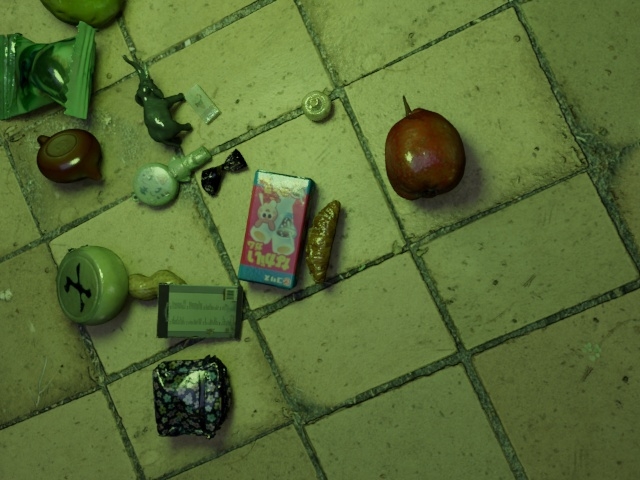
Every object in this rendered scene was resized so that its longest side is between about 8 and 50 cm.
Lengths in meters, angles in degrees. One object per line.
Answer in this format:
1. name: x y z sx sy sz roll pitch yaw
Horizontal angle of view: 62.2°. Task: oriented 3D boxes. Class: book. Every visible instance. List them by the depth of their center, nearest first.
1. book: -0.337 0.198 1.487 0.231 0.026 0.157 3 99 -11

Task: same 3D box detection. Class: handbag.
1. handbag: -0.355 0.432 1.481 0.208 0.127 0.228 -3 90 3

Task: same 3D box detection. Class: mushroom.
1. mushroom: -0.011 -0.368 1.448 0.084 0.067 0.083 0 92 16

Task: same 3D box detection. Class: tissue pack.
1. tissue pack: -0.339 -0.391 1.523 0.056 0.023 0.108 -42 84 8

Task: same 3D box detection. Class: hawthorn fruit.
1. hawthorn fruit: 0.255 -0.238 1.340 0.211 0.210 0.262 -12 81 9

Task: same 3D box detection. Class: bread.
1. bread: 0.000 0.000 1.431 0.076 0.105 0.232 14 86 3

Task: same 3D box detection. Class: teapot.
1. teapot: -0.734 -0.238 1.546 0.252 0.135 0.178 26 60 26

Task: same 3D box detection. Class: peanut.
1. peanut: -0.475 0.128 1.521 0.193 0.089 0.089 -4 90 9

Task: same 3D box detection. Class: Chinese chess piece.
1. Chinese chess piece: -0.655 0.127 1.513 0.238 0.092 0.237 1 91 31

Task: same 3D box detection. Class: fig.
1. fig: -0.688 -0.714 1.515 0.233 0.314 0.232 -2 93 -31

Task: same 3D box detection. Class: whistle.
1. whistle: -0.430 -0.186 1.521 0.258 0.067 0.126 -33 99 4

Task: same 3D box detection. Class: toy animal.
1. toy animal: -0.449 -0.384 1.480 0.082 0.137 0.269 -18 96 28

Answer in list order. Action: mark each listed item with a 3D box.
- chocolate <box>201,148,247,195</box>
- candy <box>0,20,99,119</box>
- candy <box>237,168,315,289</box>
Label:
1. chocolate: -0.279 -0.194 1.496 0.147 0.070 0.072 -38 80 3
2. candy: -0.808 -0.480 1.534 0.398 0.172 0.262 6 87 22
3. candy: -0.119 -0.029 1.454 0.157 0.100 0.305 10 91 8
